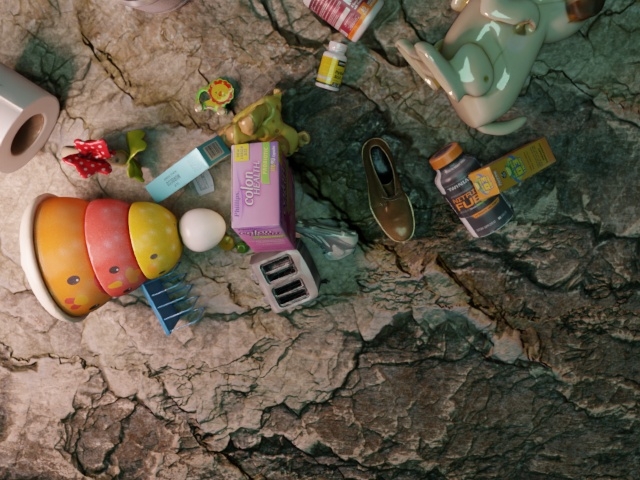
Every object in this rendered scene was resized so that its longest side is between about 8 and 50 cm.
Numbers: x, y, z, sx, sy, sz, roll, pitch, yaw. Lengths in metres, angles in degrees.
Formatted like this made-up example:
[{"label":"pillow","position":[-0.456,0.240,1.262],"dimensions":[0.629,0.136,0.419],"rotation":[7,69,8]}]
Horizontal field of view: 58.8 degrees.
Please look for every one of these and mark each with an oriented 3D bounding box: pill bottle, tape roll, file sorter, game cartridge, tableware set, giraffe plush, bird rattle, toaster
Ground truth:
[{"label":"pill bottle","position":[0.391,-0.138,1.503],"dimensions":[0.130,0.130,0.245],"rotation":[-36,101,13]},{"label":"tape roll","position":[-0.822,-0.316,1.459],"dimensions":[0.169,0.246,0.246],"rotation":[33,106,-6]},{"label":"pill bottle","position":[0.031,-0.449,1.463],"dimensions":[0.065,0.065,0.116],"rotation":[15,107,-1]},{"label":"file sorter","position":[-0.424,0.162,1.648],"dimensions":[0.105,0.118,0.170],"rotation":[-23,104,6]},{"label":"pill bottle","position":[0.034,-0.599,1.388],"dimensions":[0.221,0.121,0.121],"rotation":[35,106,-8]},{"label":"game cartridge","position":[-0.330,-0.172,1.594],"dimensions":[0.056,0.017,0.083],"rotation":[-17,105,12]},{"label":"tableware set","position":[-0.272,-0.024,1.633],"dimensions":[0.154,0.024,0.103],"rotation":[20,110,-4]},{"label":"giraffe plush","position":[-0.133,-0.281,1.493],"dimensions":[0.210,0.181,0.170],"rotation":[-48,113,-20]},{"label":"bird rattle","position":[-0.581,-0.212,1.489],"dimensions":[0.207,0.253,0.143],"rotation":[10,108,25]},{"label":"toaster","position":[-0.092,0.097,1.612],"dimensions":[0.186,0.110,0.168],"rotation":[-22,105,9]}]

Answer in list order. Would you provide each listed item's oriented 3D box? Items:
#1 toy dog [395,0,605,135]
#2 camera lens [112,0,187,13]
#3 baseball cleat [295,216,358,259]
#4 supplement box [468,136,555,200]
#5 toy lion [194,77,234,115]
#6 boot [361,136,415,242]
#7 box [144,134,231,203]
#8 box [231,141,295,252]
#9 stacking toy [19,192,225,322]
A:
[{"label":"toy dog","position":[0.446,-0.481,1.322],"dimensions":[0.408,0.284,0.395],"rotation":[-42,101,12]},{"label":"camera lens","position":[-0.406,-0.649,1.318],"dimensions":[0.220,0.274,0.219],"rotation":[1,107,3]},{"label":"baseball cleat","position":[0.000,0.000,1.598],"dimensions":[0.206,0.072,0.109],"rotation":[13,114,3]},{"label":"supplement box","position":[0.488,-0.183,1.443],"dimensions":[0.234,0.080,0.078],"rotation":[-28,94,-26]},{"label":"toy lion","position":[-0.281,-0.386,1.520],"dimensions":[0.100,0.034,0.096],"rotation":[9,100,1]},{"label":"boot","position":[0.180,-0.123,1.529],"dimensions":[0.113,0.115,0.305],"rotation":[-19,106,6]},{"label":"box","position":[-0.352,-0.185,1.496],"dimensions":[0.244,0.100,0.060],"rotation":[-25,104,38]},{"label":"box","position":[-0.139,-0.103,1.447],"dimensions":[0.118,0.243,0.213],"rotation":[-4,74,7]},{"label":"stacking toy","position":[-0.491,0.001,1.504],"dimensions":[0.481,0.350,0.350],"rotation":[-13,106,0]}]
